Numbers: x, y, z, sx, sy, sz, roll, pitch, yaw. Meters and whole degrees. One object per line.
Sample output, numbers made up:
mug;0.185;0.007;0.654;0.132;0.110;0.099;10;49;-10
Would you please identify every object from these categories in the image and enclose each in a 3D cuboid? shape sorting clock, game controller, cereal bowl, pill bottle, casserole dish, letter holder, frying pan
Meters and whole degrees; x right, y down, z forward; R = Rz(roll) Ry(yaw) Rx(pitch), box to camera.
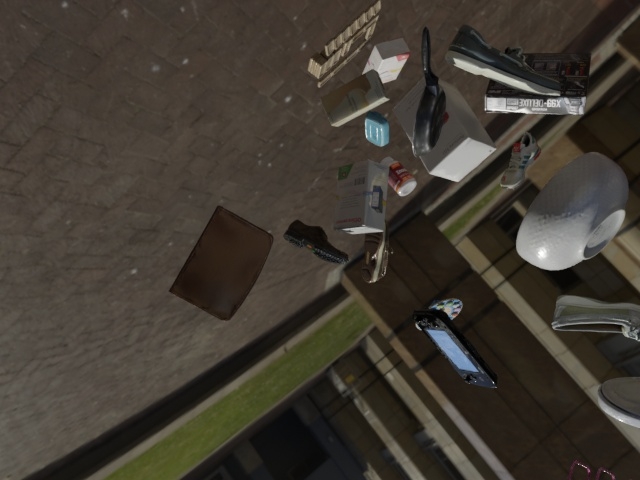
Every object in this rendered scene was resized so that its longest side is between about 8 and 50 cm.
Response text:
shape sorting clock;0.478;0.300;2.162;0.206;0.040;0.206;-12;140;-11
game controller;0.411;0.328;1.647;0.067;0.319;0.166;-43;-169;-12
cereal bowl;0.691;-0.053;1.426;0.338;0.141;0.339;-24;139;-24
pill bottle;0.293;-0.250;2.068;0.086;0.152;0.086;-28;152;-17
casserole dish;0.235;-0.468;2.286;0.037;0.114;0.188;-49;156;-19
letter holder;-0.297;0.078;1.693;0.302;0.214;0.152;-62;-176;-7
frying pan;0.283;-0.367;1.349;0.197;0.053;0.327;-43;143;-54

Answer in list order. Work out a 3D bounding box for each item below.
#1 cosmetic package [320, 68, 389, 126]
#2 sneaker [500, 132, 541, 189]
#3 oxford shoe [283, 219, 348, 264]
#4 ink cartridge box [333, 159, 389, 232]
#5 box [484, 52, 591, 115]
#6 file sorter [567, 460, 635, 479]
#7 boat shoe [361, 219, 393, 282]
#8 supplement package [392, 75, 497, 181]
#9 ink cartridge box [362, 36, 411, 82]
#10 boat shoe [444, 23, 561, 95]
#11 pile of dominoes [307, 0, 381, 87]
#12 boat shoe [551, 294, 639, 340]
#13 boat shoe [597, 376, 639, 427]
cosmetic package;0.064;-0.265;1.005;0.115;0.060;0.041;-25;179;22
sneaker;0.497;-0.204;1.364;0.161;0.057;0.075;-50;125;-16
oxford shoe;0.000;0.000;1.749;0.096;0.227;0.083;-60;180;-23
ink cartridge box;0.127;-0.132;1.706;0.093;0.213;0.154;14;168;-37
box;0.723;-0.526;1.792;0.077;0.307;0.243;70;35;-47
file sorter;0.799;0.712;1.390;0.202;0.290;0.182;34;71;-43
boat shoe;0.215;0.029;1.946;0.095;0.095;0.258;-10;126;-30
supplement package;0.404;-0.369;1.770;0.175;0.293;0.177;7;140;-43
ink cartridge box;0.224;-0.610;1.885;0.115;0.067;0.198;-21;168;-17
boat shoe;0.481;-0.456;1.376;0.116;0.319;0.099;-97;-154;-78
pile of dominoes;0.065;-0.538;1.440;0.251;0.040;0.196;-47;174;-20
boat shoe;0.813;0.229;1.493;0.118;0.320;0.103;36;70;-47
boat shoe;0.802;0.324;1.149;0.136;0.366;0.157;-62;151;-51
